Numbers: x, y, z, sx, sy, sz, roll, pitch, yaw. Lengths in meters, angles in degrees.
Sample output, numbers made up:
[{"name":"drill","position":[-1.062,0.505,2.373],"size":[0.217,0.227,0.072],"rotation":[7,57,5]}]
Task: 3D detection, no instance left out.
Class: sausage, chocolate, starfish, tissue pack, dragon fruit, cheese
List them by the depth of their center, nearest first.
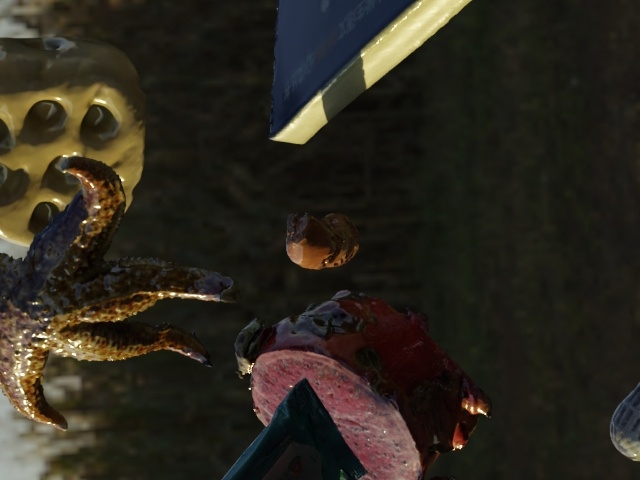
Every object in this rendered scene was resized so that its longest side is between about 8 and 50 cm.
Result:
[{"name":"starfish","position":[-0.160,0.034,1.068],"size":[0.213,0.238,0.057],"rotation":[-55,27,35]},{"name":"tissue pack","position":[-0.031,0.162,1.149],"size":[0.138,0.028,0.085],"rotation":[-49,-61,-36]},{"name":"sausage","position":[0.000,0.000,1.327],"size":[0.042,0.036,0.158],"rotation":[58,-171,6]},{"name":"cheese","position":[-0.261,-0.100,1.697],"size":[0.235,0.218,0.117],"rotation":[55,180,-43]},{"name":"dragon fruit","position":[0.053,0.151,1.823],"size":[0.147,0.282,0.211],"rotation":[-52,-2,-39]},{"name":"chocolate","position":[0.362,0.156,1.927],"size":[0.167,0.072,0.072],"rotation":[-61,12,10]}]

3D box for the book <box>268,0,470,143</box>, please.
[{"name":"book","position":[0.051,-0.314,1.357],"size":[0.300,0.039,0.428],"rotation":[-38,43,54]}]
